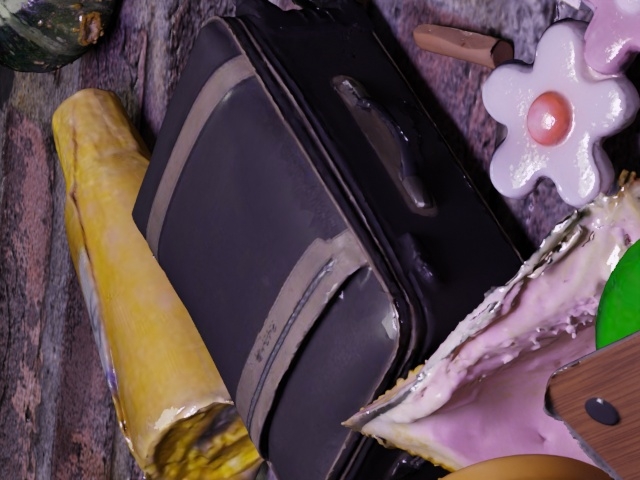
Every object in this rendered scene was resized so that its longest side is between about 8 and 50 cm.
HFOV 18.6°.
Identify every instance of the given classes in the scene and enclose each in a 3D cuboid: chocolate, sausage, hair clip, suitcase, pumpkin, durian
[{"bbox_3d":[-0.175,0.037,1.947,0.445,0.162,0.162,64,143,33],"label":"chocolate"},{"bbox_3d":[0.112,-0.157,1.568,0.116,0.026,0.026,23,113,56],"label":"sausage"},{"bbox_3d":[0.204,-0.130,1.390,0.257,0.075,0.146,-61,41,36],"label":"hair clip"},{"bbox_3d":[0.000,0.000,1.617,0.434,0.194,0.283,59,140,33],"label":"suitcase"},{"bbox_3d":[-0.301,-0.272,2.096,0.190,0.146,0.190,7,98,59],"label":"pumpkin"},{"bbox_3d":[0.186,0.098,1.367,0.195,0.185,0.305,45,113,2],"label":"durian"}]

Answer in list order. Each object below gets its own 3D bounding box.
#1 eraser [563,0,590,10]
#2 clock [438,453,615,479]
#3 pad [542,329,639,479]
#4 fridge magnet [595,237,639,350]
[{"bbox_3d":[0.178,-0.203,1.460,0.083,0.019,0.038,42,131,48],"label":"eraser"},{"bbox_3d":[0.134,0.293,1.354,0.200,0.244,0.317,-109,21,-53],"label":"clock"},{"bbox_3d":[0.300,0.144,1.164,0.284,0.018,0.286,45,145,-7],"label":"pad"},{"bbox_3d":[0.273,0.069,1.214,0.208,0.088,0.208,13,123,21],"label":"fridge magnet"}]
